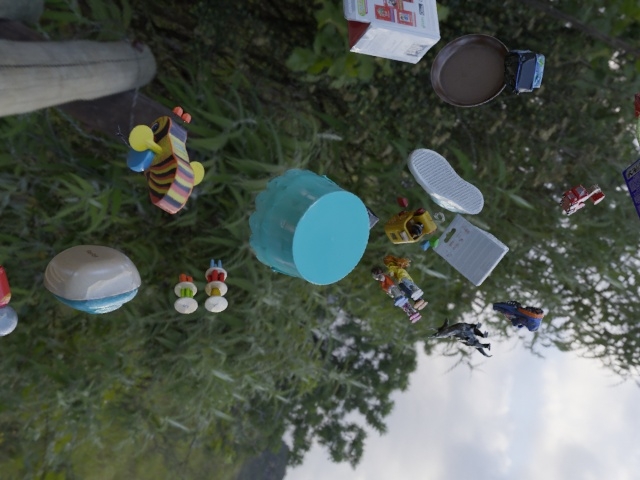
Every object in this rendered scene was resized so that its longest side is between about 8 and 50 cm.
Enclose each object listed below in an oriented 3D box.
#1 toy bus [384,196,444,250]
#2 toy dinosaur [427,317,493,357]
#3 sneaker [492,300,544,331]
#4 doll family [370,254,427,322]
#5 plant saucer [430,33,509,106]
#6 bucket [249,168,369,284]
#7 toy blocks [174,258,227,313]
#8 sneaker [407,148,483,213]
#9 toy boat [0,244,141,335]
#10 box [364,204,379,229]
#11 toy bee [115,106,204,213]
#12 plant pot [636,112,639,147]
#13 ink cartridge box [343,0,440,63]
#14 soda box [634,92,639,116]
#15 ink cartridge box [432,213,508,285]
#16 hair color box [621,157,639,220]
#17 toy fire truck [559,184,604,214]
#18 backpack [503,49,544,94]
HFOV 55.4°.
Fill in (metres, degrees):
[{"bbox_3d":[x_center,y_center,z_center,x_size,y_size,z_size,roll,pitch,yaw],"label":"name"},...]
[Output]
[{"bbox_3d":[0.320,-0.043,2.154,0.104,0.191,0.202,-42,152,-27],"label":"toy bus"},{"bbox_3d":[0.603,0.388,2.501,0.160,0.314,0.120,8,-103,55],"label":"toy dinosaur"},{"bbox_3d":[0.690,0.267,2.160,0.221,0.083,0.087,-162,-108,-65],"label":"sneaker"},{"bbox_3d":[0.248,0.128,1.837,0.118,0.163,0.263,-39,148,2],"label":"doll family"},{"bbox_3d":[0.591,-0.660,2.395,0.310,0.311,0.050,-62,156,-3],"label":"plant saucer"},{"bbox_3d":[-0.022,-0.029,1.537,0.183,0.281,0.281,27,-92,48],"label":"bucket"},{"bbox_3d":[-0.287,0.103,1.466,0.148,0.123,0.054,-102,-166,-49],"label":"toy blocks"},{"bbox_3d":[0.416,-0.196,2.191,0.150,0.366,0.135,-1,-122,57],"label":"sneaker"},{"bbox_3d":[-0.562,0.107,1.325,0.267,0.318,0.148,23,-62,56],"label":"toy boat"},{"bbox_3d":[0.127,-0.062,1.900,0.083,0.052,0.062,-48,-130,17],"label":"box"},{"bbox_3d":[-0.337,-0.204,1.298,0.162,0.298,0.195,-45,162,9],"label":"toy bee"},{"bbox_3d":[1.143,-0.343,1.912,0.276,0.276,0.254,-60,159,17],"label":"plant pot"},{"bbox_3d":[0.151,-0.651,1.594,0.130,0.272,0.309,145,-54,-62],"label":"ink cartridge box"},{"bbox_3d":[1.229,-0.455,2.160,0.084,0.092,0.263,-20,-150,1],"label":"soda box"},{"bbox_3d":[0.586,0.033,2.393,0.066,0.232,0.189,-9,137,-54],"label":"ink cartridge box"},{"bbox_3d":[0.954,-0.077,1.653,0.110,0.185,0.338,-48,-162,39],"label":"hair color box"},{"bbox_3d":[0.815,-0.136,1.888,0.135,0.047,0.192,-31,160,8],"label":"toy fire truck"},{"bbox_3d":[0.522,-0.438,1.573,0.114,0.084,0.104,-99,-172,-66],"label":"backpack"}]
